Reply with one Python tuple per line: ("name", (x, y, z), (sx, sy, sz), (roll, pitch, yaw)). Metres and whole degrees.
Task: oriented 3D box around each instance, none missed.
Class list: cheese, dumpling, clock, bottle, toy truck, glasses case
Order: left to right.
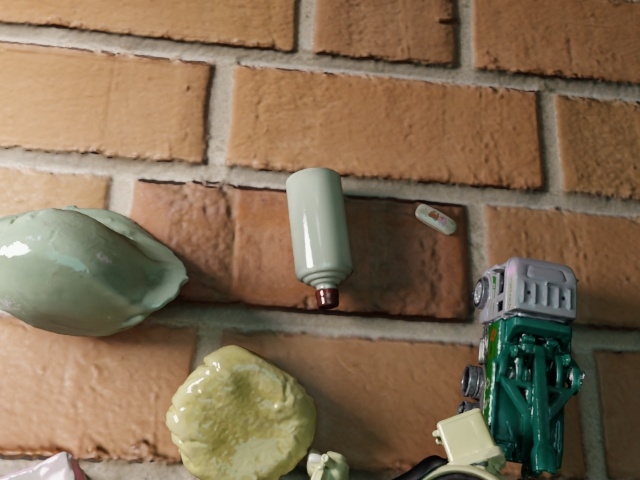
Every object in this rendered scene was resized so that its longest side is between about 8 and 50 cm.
("dumpling", (-0.409, 0.051, 1.012), (0.320, 0.270, 0.212), (31, 92, -21))
("cheese", (-0.123, 0.288, 1.000), (0.226, 0.117, 0.214), (37, 77, 2))
("bottle", (0.000, 0.000, 1.115), (0.104, 0.104, 0.245), (-4, 72, -8))
("clock", (0.103, 0.416, 0.924), (0.378, 0.120, 0.277), (-18, 51, 6))
("glasses case", (0.219, -0.040, 1.197), (0.083, 0.021, 0.032), (30, 69, 4))
("toy truck", (0.344, 0.207, 1.051), (0.176, 0.178, 0.364), (10, 68, -3))

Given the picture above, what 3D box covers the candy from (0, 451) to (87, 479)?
("candy", (-0.454, 0.431, 0.895), (0.265, 0.116, 0.156), (-19, 56, -14))
